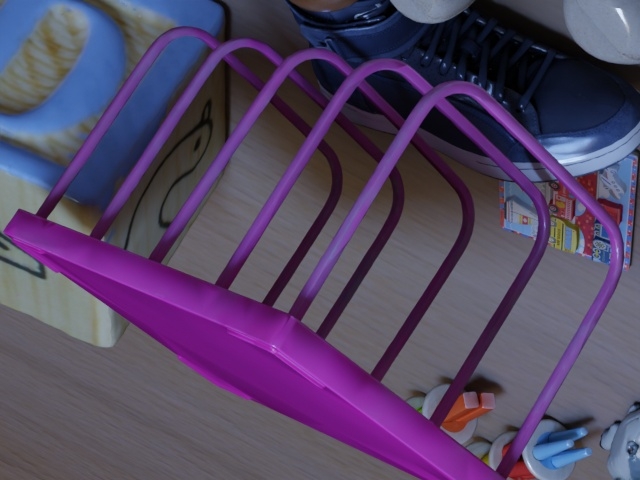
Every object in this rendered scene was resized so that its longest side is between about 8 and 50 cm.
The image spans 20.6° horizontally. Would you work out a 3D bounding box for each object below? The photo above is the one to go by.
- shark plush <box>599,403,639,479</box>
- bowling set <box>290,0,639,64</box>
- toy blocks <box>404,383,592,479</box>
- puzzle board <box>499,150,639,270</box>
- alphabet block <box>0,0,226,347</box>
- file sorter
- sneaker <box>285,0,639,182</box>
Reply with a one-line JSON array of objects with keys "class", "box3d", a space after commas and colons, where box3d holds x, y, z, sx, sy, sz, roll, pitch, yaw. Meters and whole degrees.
[{"class": "shark plush", "box3d": [0.263, 0.148, 1.351, 0.067, 0.073, 0.161, 10, 129, -4]}, {"class": "bowling set", "box3d": [0.056, -0.197, 0.791, 0.287, 0.154, 0.200, 53, 148, -11]}, {"class": "toy blocks", "box3d": [0.144, 0.158, 1.437, 0.123, 0.054, 0.148, 37, 150, -13]}, {"class": "puzzle board", "box3d": [0.163, -0.030, 1.175, 0.096, 0.011, 0.128, 19, 148, 19]}, {"class": "alphabet block", "box3d": [-0.190, -0.075, 1.239, 0.193, 0.192, 0.197, 25, 151, 12]}, {"class": "file sorter", "box3d": [0.000, 0.000, 1.027, 0.202, 0.182, 0.290, 40, 167, -36]}, {"class": "sneaker", "box3d": [0.078, -0.122, 1.034, 0.226, 0.086, 0.163, 15, 150, 27]}]
